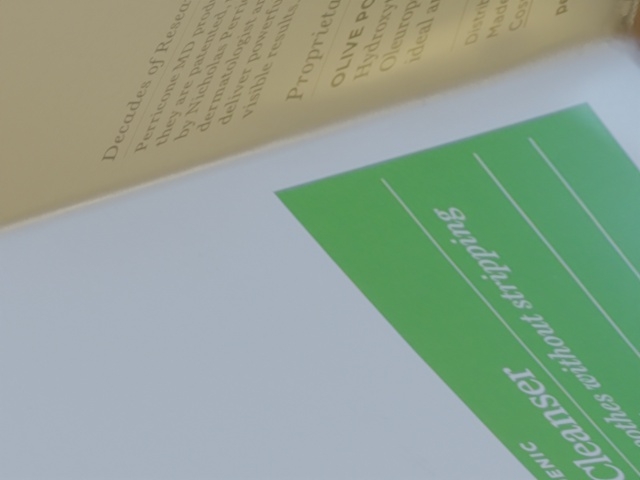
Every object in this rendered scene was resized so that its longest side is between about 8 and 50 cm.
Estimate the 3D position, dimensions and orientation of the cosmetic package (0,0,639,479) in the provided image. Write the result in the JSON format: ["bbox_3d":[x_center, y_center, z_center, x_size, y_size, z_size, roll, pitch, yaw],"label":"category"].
[{"bbox_3d":[0.000,0.000,0.525,0.197,0.365,0.155,46,-132,-29],"label":"cosmetic package"}]
